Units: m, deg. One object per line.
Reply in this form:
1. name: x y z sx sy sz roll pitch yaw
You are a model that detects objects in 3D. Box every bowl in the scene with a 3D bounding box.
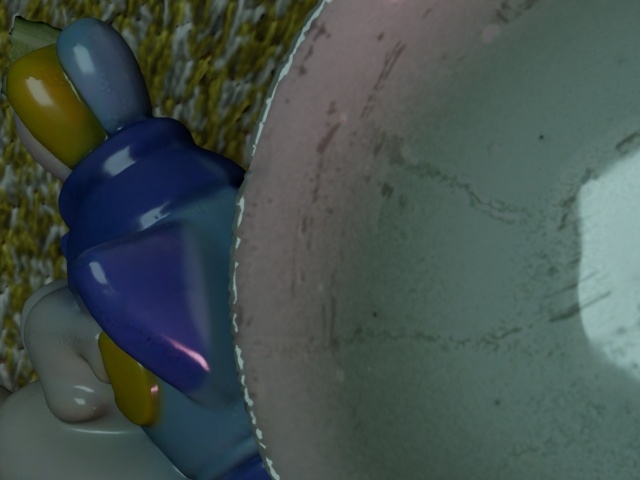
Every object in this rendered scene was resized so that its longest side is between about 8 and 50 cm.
1. bowl: 0.187 0.014 0.654 0.435 0.196 0.434 -7 74 25

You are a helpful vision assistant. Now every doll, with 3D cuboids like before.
1. doll: -0.100 0.082 0.772 0.376 0.187 0.365 21 117 7

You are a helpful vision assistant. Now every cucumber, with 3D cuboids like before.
1. cucumber: -0.190 -0.126 1.002 0.107 0.035 0.067 24 109 31
